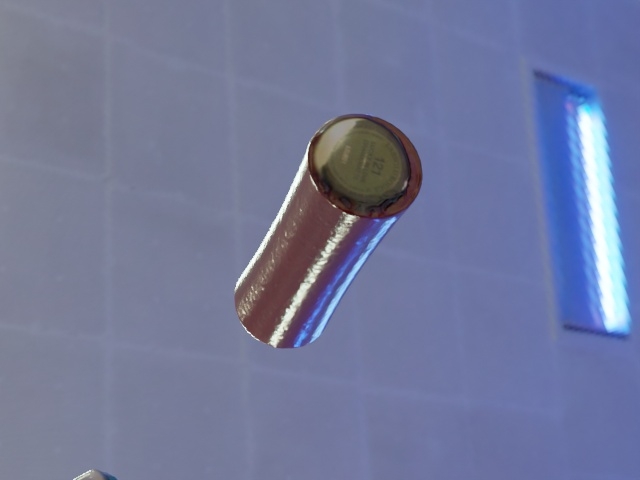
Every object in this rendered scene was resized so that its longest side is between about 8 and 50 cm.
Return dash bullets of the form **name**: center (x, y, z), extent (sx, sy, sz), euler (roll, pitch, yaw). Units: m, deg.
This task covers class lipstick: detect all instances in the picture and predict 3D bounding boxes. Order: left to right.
- **lipstick**: center (0.000, 0.000, 1.033), extent (0.080, 0.241, 0.080), euler (6, -117, -13)

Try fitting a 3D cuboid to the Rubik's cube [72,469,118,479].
- **Rubik's cube**: center (-0.141, 0.358, 0.811), extent (0.290, 0.291, 0.291), euler (58, 176, 37)
